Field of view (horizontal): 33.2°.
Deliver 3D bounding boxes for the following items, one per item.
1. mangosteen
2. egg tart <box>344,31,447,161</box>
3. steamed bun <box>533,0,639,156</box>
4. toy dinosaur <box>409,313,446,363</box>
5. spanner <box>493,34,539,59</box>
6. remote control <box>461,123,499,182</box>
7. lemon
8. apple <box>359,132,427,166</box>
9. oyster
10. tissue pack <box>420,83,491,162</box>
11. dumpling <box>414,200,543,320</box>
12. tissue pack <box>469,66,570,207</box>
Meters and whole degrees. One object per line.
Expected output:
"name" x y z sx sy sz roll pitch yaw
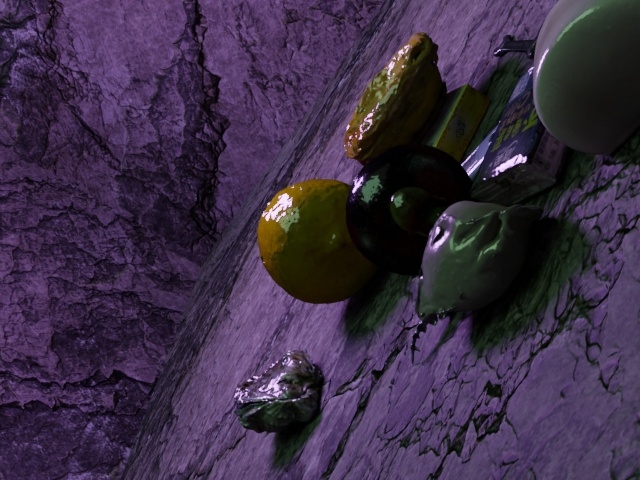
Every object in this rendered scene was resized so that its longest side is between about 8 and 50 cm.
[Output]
"mangosteen" 0.158 -0.045 1.690 0.216 0.216 0.216 -56 12 19
"egg tart" 0.158 -0.268 2.117 0.294 0.123 0.294 -54 10 15
"steamed bun" 0.370 -0.245 1.378 0.241 0.164 0.146 -53 12 35
"toy dinosaur" 0.183 0.093 1.632 0.209 0.039 0.082 -61 13 -2
"spanner" 0.374 -0.367 2.023 0.054 0.015 0.254 -59 12 5
"remote control" 0.267 -0.122 1.795 0.244 0.047 0.087 -49 12 35
"lemon" 0.000 0.000 2.113 0.253 0.253 0.310 -62 11 -12
"apple" 0.146 -0.232 2.297 0.156 0.147 0.158 -17 50 34
"oyster" -0.079 0.304 2.092 0.198 0.112 0.267 -35 10 13
"tissue pack" 0.246 -0.203 2.039 0.176 0.062 0.095 -61 13 -14
"dumpling" 0.222 0.017 1.505 0.172 0.142 0.247 -19 -22 -50
"tissue pack" 0.324 -0.172 1.611 0.235 0.073 0.173 -65 13 -23
